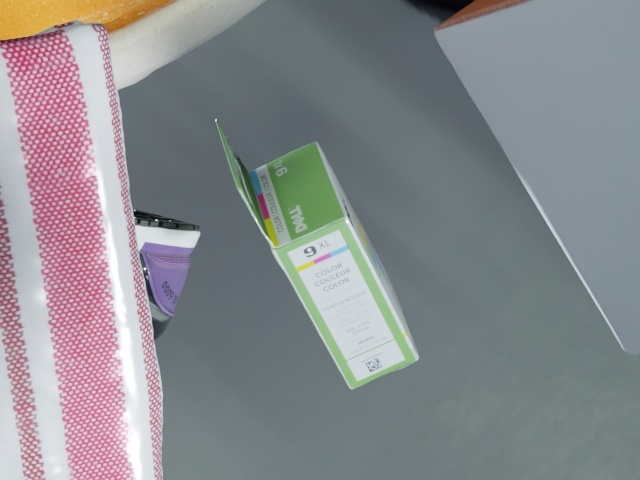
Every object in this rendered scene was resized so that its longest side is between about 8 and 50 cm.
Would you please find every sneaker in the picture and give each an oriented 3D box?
[{"bbox_3d":[-0.213,0.031,1.061,0.107,0.124,0.283,16,5,41],"label":"sneaker"}]

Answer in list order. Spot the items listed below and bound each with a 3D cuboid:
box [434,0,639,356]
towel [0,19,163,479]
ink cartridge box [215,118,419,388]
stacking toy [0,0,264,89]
[{"bbox_3d":[0.254,-0.116,0.498,0.168,0.345,0.215,56,-20,-13],"label":"box"},{"bbox_3d":[-0.139,0.025,0.333,0.029,0.197,0.144,-141,-136,-59],"label":"towel"},{"bbox_3d":[0.000,0.000,0.990,0.209,0.062,0.109,61,6,-36],"label":"ink cartridge box"},{"bbox_3d":[-0.207,-0.343,0.724,0.350,0.350,0.480,35,-19,47],"label":"stacking toy"}]
